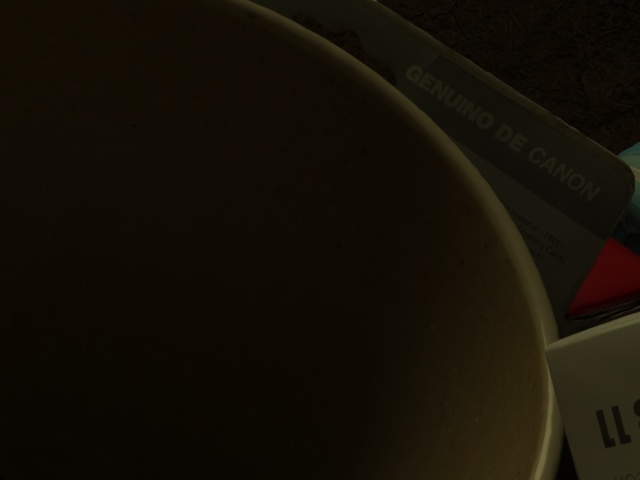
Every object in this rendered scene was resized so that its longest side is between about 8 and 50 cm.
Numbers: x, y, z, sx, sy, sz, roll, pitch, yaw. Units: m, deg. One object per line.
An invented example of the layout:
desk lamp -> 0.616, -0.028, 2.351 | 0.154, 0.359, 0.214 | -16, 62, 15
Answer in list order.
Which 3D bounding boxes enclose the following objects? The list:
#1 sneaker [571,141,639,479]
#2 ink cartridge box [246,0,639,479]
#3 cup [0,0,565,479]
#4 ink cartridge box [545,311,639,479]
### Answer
sneaker -> 0.141, 0.073, 1.045 | 0.208, 0.127, 0.319 | -26, -26, -52
ink cartridge box -> 0.000, 0.000, 0.908 | 0.130, 0.309, 0.272 | -12, -47, -56
cup -> -0.103, 0.083, 0.746 | 0.331, 0.331, 0.237 | -10, -34, -33
ink cartridge box -> 0.226, 0.054, 0.619 | 0.353, 0.119, 0.207 | -8, -9, -42
